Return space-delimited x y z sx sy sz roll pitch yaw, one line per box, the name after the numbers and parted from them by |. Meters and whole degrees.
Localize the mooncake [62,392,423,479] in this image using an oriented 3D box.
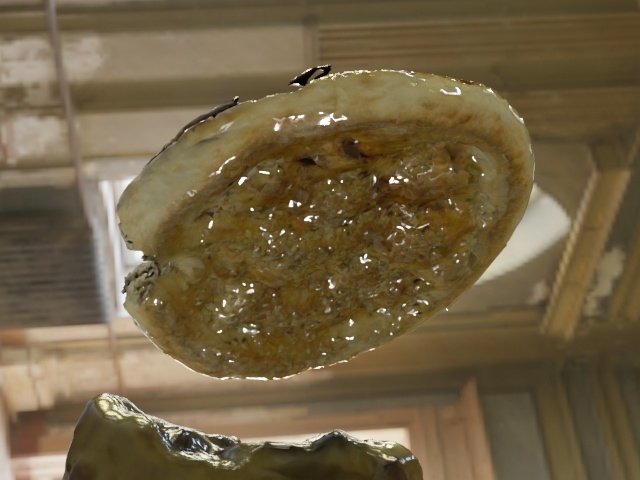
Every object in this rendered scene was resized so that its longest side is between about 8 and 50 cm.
-0.089 0.306 1.428 0.393 0.394 0.246 59 -5 5 | mooncake

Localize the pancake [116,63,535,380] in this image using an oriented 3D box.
0.000 -0.001 1.109 0.382 0.382 0.071 92 -18 -49 | pancake
